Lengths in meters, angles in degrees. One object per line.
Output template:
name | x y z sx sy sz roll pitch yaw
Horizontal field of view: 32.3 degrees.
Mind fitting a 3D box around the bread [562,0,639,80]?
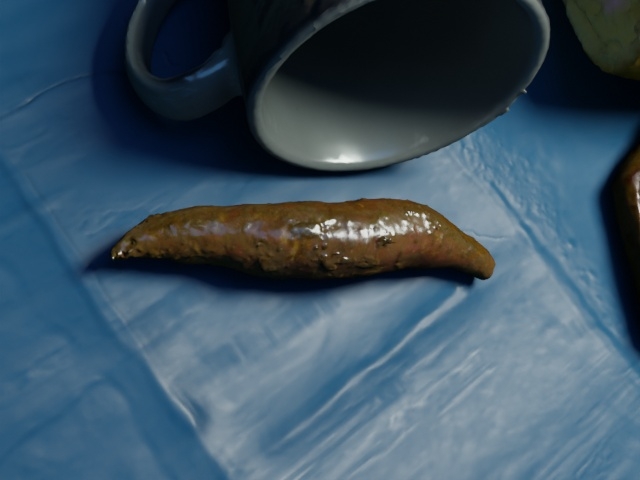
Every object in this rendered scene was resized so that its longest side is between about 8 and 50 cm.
bread | 0.406 -0.228 1.011 0.375 0.165 0.236 7 44 -20

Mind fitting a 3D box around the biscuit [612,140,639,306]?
biscuit | 0.423 0.013 1.013 0.359 0.046 0.359 8 67 -20

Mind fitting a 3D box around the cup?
cup | -0.011 -0.202 0.848 0.301 0.227 0.257 -18 62 2

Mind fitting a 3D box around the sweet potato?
sweet potato | 0.000 0.000 0.823 0.314 0.072 0.066 -1 85 -26
